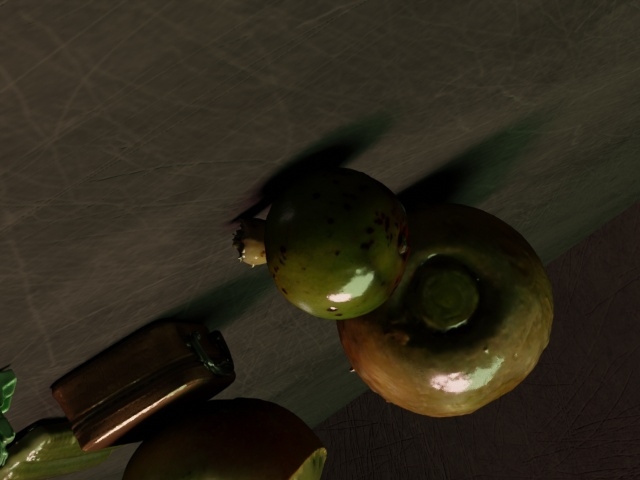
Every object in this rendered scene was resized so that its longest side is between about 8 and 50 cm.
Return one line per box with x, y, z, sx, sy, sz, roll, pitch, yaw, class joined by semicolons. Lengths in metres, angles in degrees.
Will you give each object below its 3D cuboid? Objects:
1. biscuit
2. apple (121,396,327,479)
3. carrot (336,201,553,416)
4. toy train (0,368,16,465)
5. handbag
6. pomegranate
-0.280;0.232;1.545;0.099;0.038;0.322;-35;169;5;biscuit
-0.096;0.238;1.355;0.207;0.174;0.188;-39;-172;25;apple
0.128;0.081;1.503;0.224;0.224;0.340;-31;169;-3;carrot
-0.299;0.170;1.099;0.149;0.081;0.099;-21;167;-23;toy train
-0.161;0.137;1.347;0.151;0.072;0.193;-33;168;4;handbag
0.007;-0.002;1.080;0.130;0.130;0.130;-30;170;-6;pomegranate
